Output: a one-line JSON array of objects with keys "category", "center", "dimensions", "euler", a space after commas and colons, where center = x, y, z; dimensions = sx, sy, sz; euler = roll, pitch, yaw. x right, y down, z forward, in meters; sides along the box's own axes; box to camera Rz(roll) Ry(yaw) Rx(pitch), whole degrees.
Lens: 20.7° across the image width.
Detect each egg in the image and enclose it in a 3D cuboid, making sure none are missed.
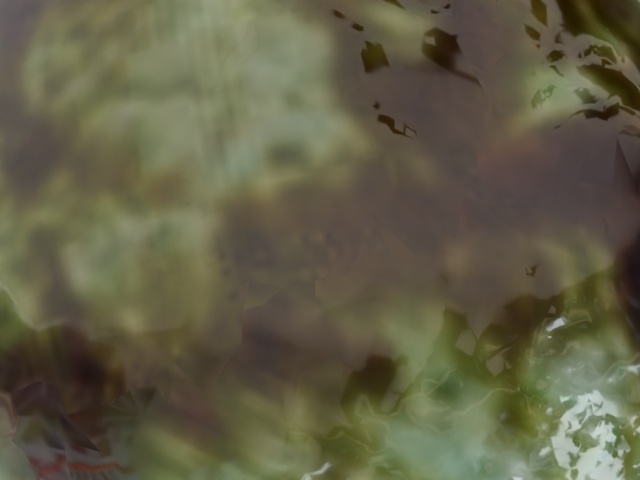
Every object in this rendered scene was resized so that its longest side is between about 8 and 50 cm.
[{"category": "egg", "center": [0.000, 0.000, 0.477], "dimensions": [0.238, 0.289, 0.238], "euler": [-10, 156, -5]}]
